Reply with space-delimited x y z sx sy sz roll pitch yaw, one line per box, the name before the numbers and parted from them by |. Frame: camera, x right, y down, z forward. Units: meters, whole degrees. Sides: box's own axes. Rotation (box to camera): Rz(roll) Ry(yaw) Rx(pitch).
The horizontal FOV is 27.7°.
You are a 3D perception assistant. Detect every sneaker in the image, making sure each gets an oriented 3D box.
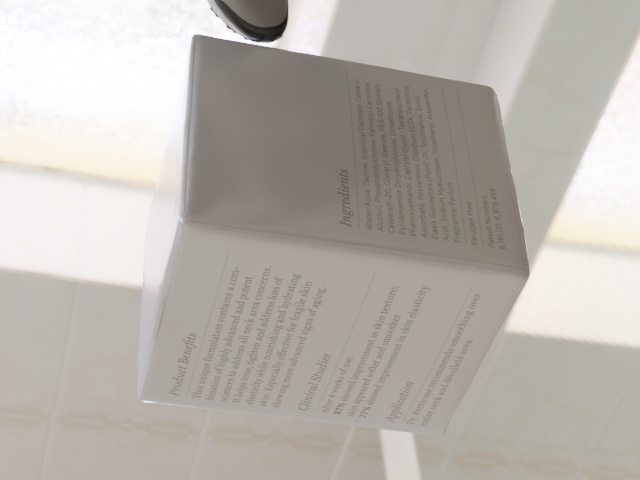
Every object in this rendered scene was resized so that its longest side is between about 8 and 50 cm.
sneaker | -0.098 -0.371 1.565 0.100 0.108 0.271 -17 -86 -22

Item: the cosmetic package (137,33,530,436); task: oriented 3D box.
cosmetic package | 0.000 0.000 1.579 0.394 0.329 0.327 9 -134 -12
